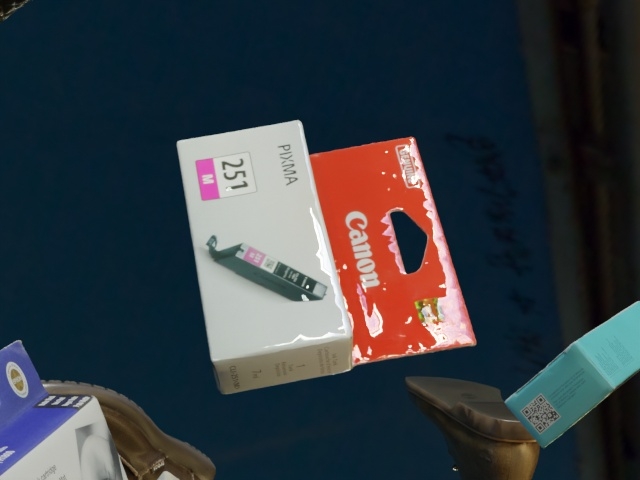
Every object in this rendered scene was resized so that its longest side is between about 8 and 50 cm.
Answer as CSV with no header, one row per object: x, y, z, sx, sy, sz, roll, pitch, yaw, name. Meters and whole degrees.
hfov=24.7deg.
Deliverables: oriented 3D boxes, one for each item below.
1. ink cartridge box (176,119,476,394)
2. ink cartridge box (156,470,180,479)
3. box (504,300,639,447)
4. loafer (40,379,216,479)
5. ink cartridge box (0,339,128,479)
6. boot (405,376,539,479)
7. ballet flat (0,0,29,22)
0.000,0.000,1.373,0.060,0.239,0.275,83,175,-51,ink cartridge box
-0.056,0.136,0.622,0.028,0.048,0.083,-51,12,5,ink cartridge box
0.280,0.132,1.495,0.100,0.060,0.244,-45,-13,25,box
-0.246,0.260,1.671,0.366,0.133,0.130,39,-124,-46,loafer
-0.194,0.189,1.046,0.223,0.045,0.224,-48,-63,-77,ink cartridge box
0.166,0.225,1.688,0.112,0.305,0.115,2,-82,-14,boot
-0.310,-0.237,1.392,0.173,0.057,0.049,-38,10,3,ballet flat
